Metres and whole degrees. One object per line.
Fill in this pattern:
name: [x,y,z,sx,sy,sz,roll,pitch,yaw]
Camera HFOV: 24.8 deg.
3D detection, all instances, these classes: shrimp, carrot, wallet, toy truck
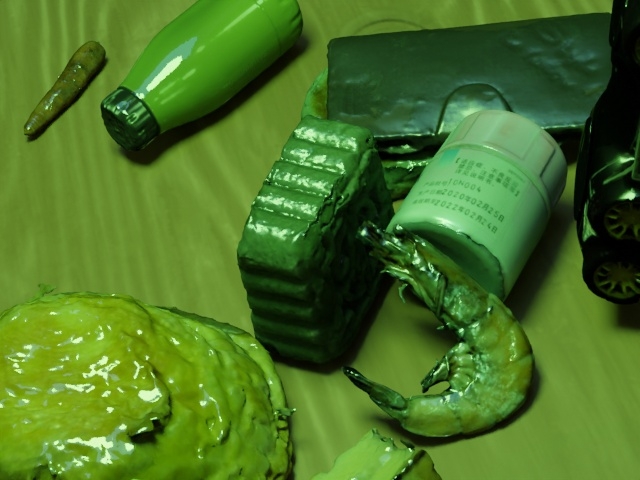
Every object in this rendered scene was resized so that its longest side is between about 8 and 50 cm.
shrimp: [0.090,0.084,1.307,0.150,0.051,0.217,-43,84,-10]
carrot: [-0.308,-0.181,1.752,0.036,0.035,0.165,12,54,26]
wallet: [0.160,-0.166,1.522,0.310,0.042,0.165,-3,52,6]
toy truck: [0.352,-0.105,1.232,0.254,0.405,0.180,7,49,9]

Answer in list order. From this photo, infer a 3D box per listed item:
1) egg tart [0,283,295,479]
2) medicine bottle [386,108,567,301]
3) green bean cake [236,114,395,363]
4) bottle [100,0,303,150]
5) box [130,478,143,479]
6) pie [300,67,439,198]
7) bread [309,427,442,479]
egg tart: [-0.192,0.161,1.308,0.340,0.153,0.351,-6,47,7]
medicine bottle: [0.152,-0.029,1.399,0.135,0.135,0.168,16,53,28]
green bean cake: [0.000,0.000,1.378,0.094,0.185,0.183,12,51,25]
bottle: [-0.140,-0.203,1.668,0.112,0.112,0.260,28,60,36]
box: [-0.115,0.300,1.096,0.064,0.220,0.141,4,50,19]
pie: [0.090,-0.139,1.581,0.241,0.054,0.240,-8,46,9]
bread: [0.031,0.295,1.040,0.239,0.246,0.111,-45,26,-26]
